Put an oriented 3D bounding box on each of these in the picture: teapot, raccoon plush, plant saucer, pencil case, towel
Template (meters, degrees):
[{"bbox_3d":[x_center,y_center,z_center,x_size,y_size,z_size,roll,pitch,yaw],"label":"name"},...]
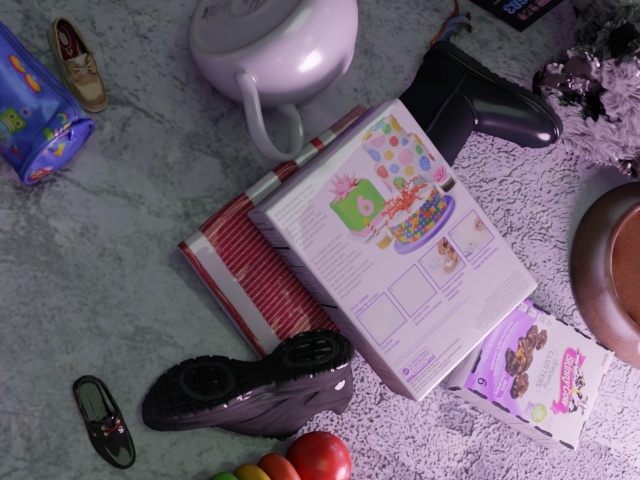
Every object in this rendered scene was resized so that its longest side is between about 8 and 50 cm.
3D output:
[{"bbox_3d":[-0.044,-0.267,1.371,0.256,0.252,0.187,-42,132,0],"label":"teapot"},{"bbox_3d":[0.511,-0.234,1.570,0.446,0.216,0.299,55,52,-22],"label":"raccoon plush"},{"bbox_3d":[0.541,0.053,1.577,0.310,0.050,0.311,4,79,-19],"label":"plant saucer"},{"bbox_3d":[-0.421,-0.221,1.270,0.306,0.133,0.119,50,36,-4],"label":"pencil case"},{"bbox_3d":[0.000,0.000,1.380,0.329,0.037,0.237,-38,102,-15],"label":"towel"}]

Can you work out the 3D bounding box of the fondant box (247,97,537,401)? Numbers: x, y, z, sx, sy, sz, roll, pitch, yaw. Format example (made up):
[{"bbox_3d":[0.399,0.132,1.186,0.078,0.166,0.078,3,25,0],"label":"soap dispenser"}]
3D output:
[{"bbox_3d":[0.100,0.013,1.345,0.238,0.096,0.330,-41,103,-14],"label":"fondant box"}]

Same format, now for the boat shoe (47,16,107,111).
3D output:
[{"bbox_3d":[-0.328,-0.238,1.347,0.050,0.045,0.135,-30,90,-21],"label":"boat shoe"}]

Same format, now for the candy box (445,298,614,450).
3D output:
[{"bbox_3d":[0.307,0.189,1.460,0.196,0.070,0.165,30,72,-10],"label":"candy box"}]

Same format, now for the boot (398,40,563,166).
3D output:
[{"bbox_3d":[0.213,-0.155,1.481,0.246,0.094,0.207,34,68,-2],"label":"boot"}]

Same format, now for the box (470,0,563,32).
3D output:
[{"bbox_3d":[0.251,-0.447,1.446,0.293,0.295,0.073,26,75,-11],"label":"box"}]

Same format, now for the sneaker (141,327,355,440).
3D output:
[{"bbox_3d":[-0.088,0.213,1.306,0.286,0.109,0.130,-11,125,-2],"label":"sneaker"}]

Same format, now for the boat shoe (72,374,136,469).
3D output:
[{"bbox_3d":[-0.275,0.233,1.277,0.049,0.042,0.133,-27,90,-23],"label":"boat shoe"}]

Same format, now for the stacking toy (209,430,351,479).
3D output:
[{"bbox_3d":[-0.101,0.346,1.273,0.330,0.141,0.141,-22,87,-26],"label":"stacking toy"}]

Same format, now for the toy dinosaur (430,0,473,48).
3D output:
[{"bbox_3d":[0.198,-0.322,1.552,0.082,0.047,0.090,-23,54,-12],"label":"toy dinosaur"}]
